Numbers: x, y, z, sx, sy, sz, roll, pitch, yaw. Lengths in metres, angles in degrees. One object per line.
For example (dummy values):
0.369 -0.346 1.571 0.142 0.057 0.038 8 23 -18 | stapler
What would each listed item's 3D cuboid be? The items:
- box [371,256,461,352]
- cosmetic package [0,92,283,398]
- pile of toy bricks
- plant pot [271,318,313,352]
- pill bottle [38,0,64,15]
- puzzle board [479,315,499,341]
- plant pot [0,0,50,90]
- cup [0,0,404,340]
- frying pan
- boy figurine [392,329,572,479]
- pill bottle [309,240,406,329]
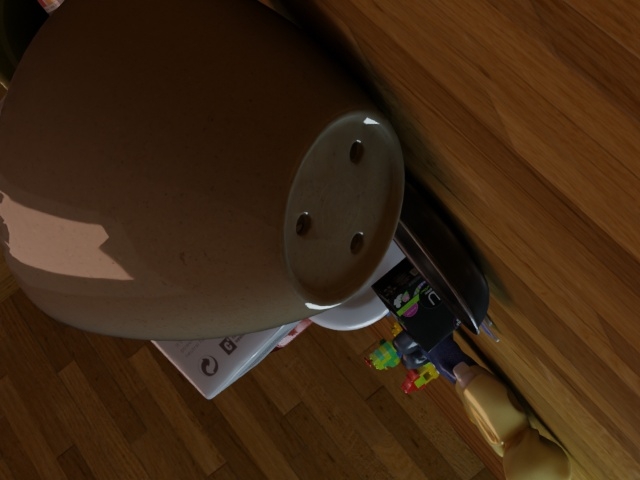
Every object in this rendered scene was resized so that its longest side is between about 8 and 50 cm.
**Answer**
0.108 0.067 1.702 0.083 0.062 0.052 54 174 -26 | box
-0.218 -0.027 2.035 0.453 0.161 0.230 45 -167 3 | cosmetic package
0.120 0.175 2.554 0.118 0.105 0.212 50 176 29 | pile of toy bricks
-0.081 0.019 2.347 0.267 0.267 0.236 52 172 -18 | plant pot
-0.297 -0.353 1.990 0.278 0.162 0.162 52 177 -18 | pill bottle
0.142 0.047 1.678 0.128 0.011 0.096 52 176 -21 | puzzle board
-0.333 -0.323 2.271 0.276 0.276 0.254 52 -172 -4 | plant pot
-0.072 -0.053 1.309 0.237 0.331 0.331 16 155 36 | cup
0.067 -0.030 1.509 0.197 0.053 0.326 54 178 -42 | frying pan
0.210 0.220 1.969 0.285 0.092 0.177 53 175 29 | boy figurine
0.000 0.000 1.882 0.152 0.152 0.272 53 177 -20 | pill bottle
